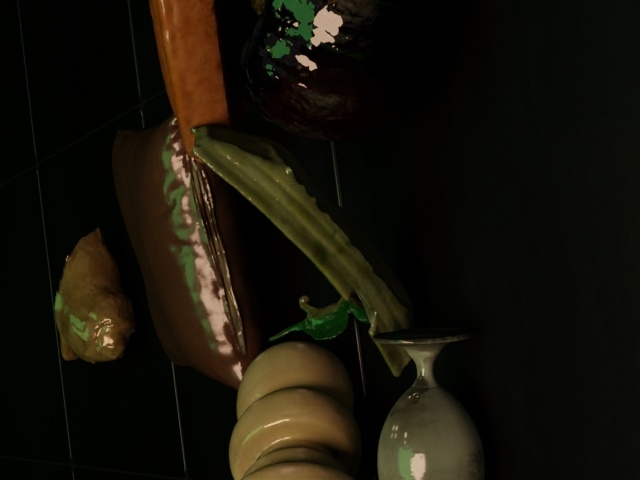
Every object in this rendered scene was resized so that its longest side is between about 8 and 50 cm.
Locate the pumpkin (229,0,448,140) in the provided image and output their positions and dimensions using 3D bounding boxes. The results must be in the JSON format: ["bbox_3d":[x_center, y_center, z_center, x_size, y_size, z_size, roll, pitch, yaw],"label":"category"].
[{"bbox_3d":[0.015,-0.200,1.118,0.233,0.163,0.233,-175,90,-68],"label":"pumpkin"}]

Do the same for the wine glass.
[{"bbox_3d":[0.093,0.178,1.118,0.093,0.092,0.202,-3,91,61],"label":"wine glass"}]

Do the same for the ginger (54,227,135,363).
[{"bbox_3d":[-0.304,0.079,1.846,0.122,0.115,0.193,3,90,40],"label":"ginger"}]

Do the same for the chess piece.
[{"bbox_3d":[-0.025,0.208,1.220,0.300,0.167,0.167,-94,15,-56],"label":"chess piece"}]

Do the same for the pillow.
[{"bbox_3d":[-0.151,0.013,1.485,0.305,0.108,0.308,-177,72,-70],"label":"pillow"}]

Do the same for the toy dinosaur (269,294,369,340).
[{"bbox_3d":[0.001,0.078,1.280,0.060,0.119,0.029,-94,-21,-53],"label":"toy dinosaur"}]

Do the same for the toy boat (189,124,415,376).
[{"bbox_3d":[0.000,0.000,1.138,0.055,0.293,0.093,-36,27,11],"label":"toy boat"}]

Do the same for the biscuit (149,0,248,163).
[{"bbox_3d":[-0.114,-0.250,1.239,0.455,0.078,0.350,-90,-8,-81],"label":"biscuit"}]
